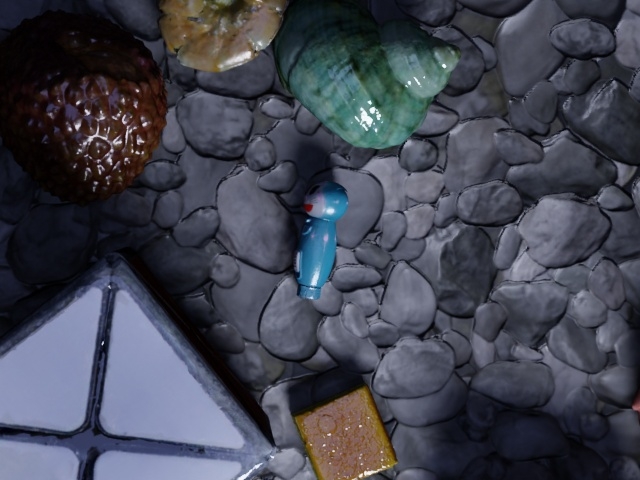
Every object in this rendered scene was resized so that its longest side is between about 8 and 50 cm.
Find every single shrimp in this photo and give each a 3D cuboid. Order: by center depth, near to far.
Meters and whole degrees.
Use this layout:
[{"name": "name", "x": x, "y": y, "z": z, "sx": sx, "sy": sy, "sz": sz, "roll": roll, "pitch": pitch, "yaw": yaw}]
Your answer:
[{"name": "shrimp", "x": -0.097, "y": -0.310, "z": 1.434, "sx": 0.145, "sy": 0.061, "sz": 0.267, "roll": 4, "pitch": 82, "yaw": 16}]

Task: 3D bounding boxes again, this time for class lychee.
[{"name": "lychee", "x": -0.244, "y": -0.130, "z": 1.383, "sx": 0.188, "sy": 0.188, "sz": 0.188, "roll": 0, "pitch": 90, "yaw": -5}]

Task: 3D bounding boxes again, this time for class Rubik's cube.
[{"name": "Rubik's cube", "x": -0.217, "y": 0.175, "z": 1.337, "sx": 0.260, "sy": 0.259, "sz": 0.255, "roll": -39, "pitch": 92, "yaw": -5}]

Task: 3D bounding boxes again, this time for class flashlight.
[{"name": "flashlight", "x": 0.000, "y": 0.000, "z": 1.462, "sx": 0.051, "sy": 0.051, "sz": 0.129, "roll": 8, "pitch": 93, "yaw": -5}]

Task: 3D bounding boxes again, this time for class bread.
[{"name": "bread", "x": 0.026, "y": 0.212, "z": 1.468, "sx": 0.090, "sy": 0.035, "sz": 0.094, "roll": -22, "pitch": 92, "yaw": -5}]

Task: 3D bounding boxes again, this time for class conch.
[{"name": "conch", "x": 0.044, "y": -0.183, "z": 1.431, "sx": 0.188, "sy": 0.122, "sz": 0.175, "roll": 7, "pitch": 65, "yaw": -9}]

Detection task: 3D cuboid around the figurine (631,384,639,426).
[{"name": "figurine", "x": 0.431, "y": 0.222, "z": 1.459, "sx": 0.207, "sy": 0.166, "sz": 0.386, "roll": -18, "pitch": 86, "yaw": 38}]
